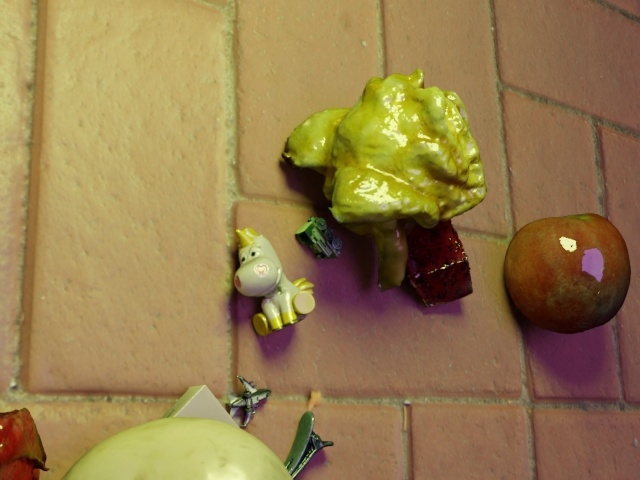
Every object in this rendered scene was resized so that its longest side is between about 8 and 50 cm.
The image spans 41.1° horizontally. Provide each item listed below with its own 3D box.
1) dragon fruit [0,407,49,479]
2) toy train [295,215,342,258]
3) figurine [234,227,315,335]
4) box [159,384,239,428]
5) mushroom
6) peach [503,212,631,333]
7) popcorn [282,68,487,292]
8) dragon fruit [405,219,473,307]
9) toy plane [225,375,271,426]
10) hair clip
[{"bbox_3d":[-0.436,0.334,0.948,0.302,0.240,0.330,-4,103,-66],"label":"dragon fruit"},{"bbox_3d":[0.000,0.000,1.436,0.083,0.033,0.053,53,58,-16],"label":"toy train"},{"bbox_3d":[-0.083,0.059,1.329,0.178,0.109,0.129,50,27,-16],"label":"figurine"},{"bbox_3d":[-0.177,0.296,1.205,0.129,0.051,0.130,55,52,-14],"label":"box"},{"bbox_3d":[-0.174,0.391,1.048,0.314,0.314,0.336,-40,143,-38],"label":"mushroom"},{"bbox_3d":[0.489,0.065,1.681,0.252,0.252,0.252,11,72,-36],"label":"peach"},{"bbox_3d":[0.124,-0.109,1.395,0.321,0.290,0.325,58,27,2],"label":"popcorn"},{"bbox_3d":[0.207,0.030,1.572,0.127,0.120,0.161,-12,54,-1],"label":"dragon fruit"},{"bbox_3d":[-0.106,0.239,1.291,0.083,0.031,0.079,-11,101,-37],"label":"toy plane"},{"bbox_3d":[-0.067,0.360,1.286,0.229,0.039,0.070,-44,107,-36],"label":"hair clip"}]
